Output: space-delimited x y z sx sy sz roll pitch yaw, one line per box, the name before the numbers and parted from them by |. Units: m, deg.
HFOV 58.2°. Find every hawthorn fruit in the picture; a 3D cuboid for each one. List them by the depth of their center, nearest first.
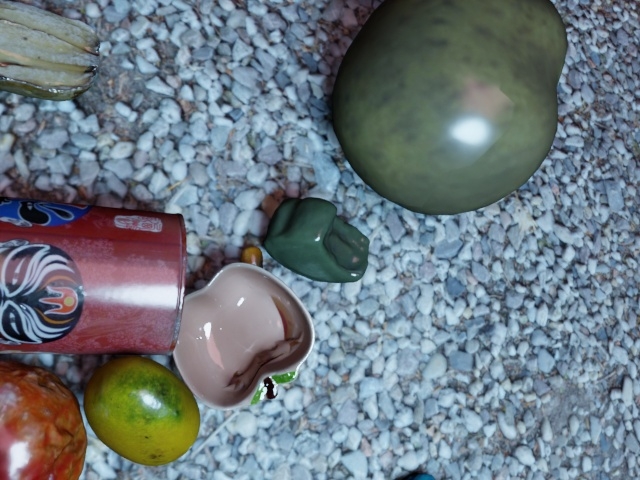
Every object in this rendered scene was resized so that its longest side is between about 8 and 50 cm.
hawthorn fruit | -0.398 0.245 0.658 0.242 0.272 0.242 5 72 -15

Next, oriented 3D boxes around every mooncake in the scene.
mooncake | 0.000 0.000 0.925 0.168 0.175 0.104 21 72 9

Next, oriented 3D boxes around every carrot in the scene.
carrot | -0.111 0.103 0.929 0.037 0.037 0.190 3 81 -22

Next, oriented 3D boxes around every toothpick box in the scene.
toothpick box | -0.357 0.047 0.745 0.333 0.204 0.204 6 79 -23

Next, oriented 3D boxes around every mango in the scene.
mango | -0.238 0.221 0.764 0.151 0.221 0.120 17 57 14

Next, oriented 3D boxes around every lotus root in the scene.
lotus root | -0.490 -0.275 0.818 0.329 0.078 0.167 13 53 -19

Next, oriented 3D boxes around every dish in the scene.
dish | -0.114 0.143 0.867 0.213 0.090 0.213 0 87 1

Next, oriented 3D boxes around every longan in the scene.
longan | 0.208 -0.237 0.948 0.336 0.404 0.404 39 62 -56

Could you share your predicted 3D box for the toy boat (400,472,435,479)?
toy boat | 0.136 0.482 0.877 0.299 0.092 0.134 -30 97 -51
